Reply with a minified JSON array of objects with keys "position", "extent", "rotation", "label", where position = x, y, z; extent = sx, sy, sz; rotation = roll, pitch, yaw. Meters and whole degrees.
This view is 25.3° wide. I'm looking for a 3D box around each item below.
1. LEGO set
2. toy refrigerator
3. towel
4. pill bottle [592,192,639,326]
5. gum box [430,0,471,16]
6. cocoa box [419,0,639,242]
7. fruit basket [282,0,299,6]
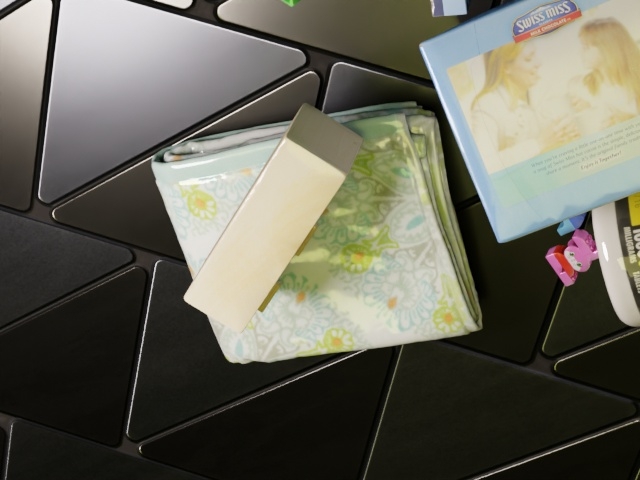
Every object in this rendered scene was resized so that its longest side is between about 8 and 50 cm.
[{"position":[0.281,-0.071,1.700],"extent":[0.093,0.087,0.227],"rotation":[-26,108,37],"label":"LEGO set"},{"position":[-0.054,-0.022,1.707],"extent":[0.094,0.102,0.269],"rotation":[32,121,-5],"label":"toy refrigerator"},{"position":[0.000,0.000,1.815],"extent":[0.374,0.090,0.320],"rotation":[-8,115,19],"label":"towel"},{"position":[0.491,-0.019,1.614],"extent":[0.334,0.188,0.188],"rotation":[-12,114,21],"label":"pill bottle"},{"position":[0.143,-0.346,1.529],"extent":[0.041,0.184,0.157],"rotation":[-1,117,16],"label":"gum box"},{"position":[0.311,-0.173,1.497],"extent":[0.347,0.228,0.231],"rotation":[-22,95,14],"label":"cocoa box"},{"position":[-0.127,-0.413,1.466],"extent":[0.392,0.283,0.392],"rotation":[-5,110,-14],"label":"fruit basket"}]
